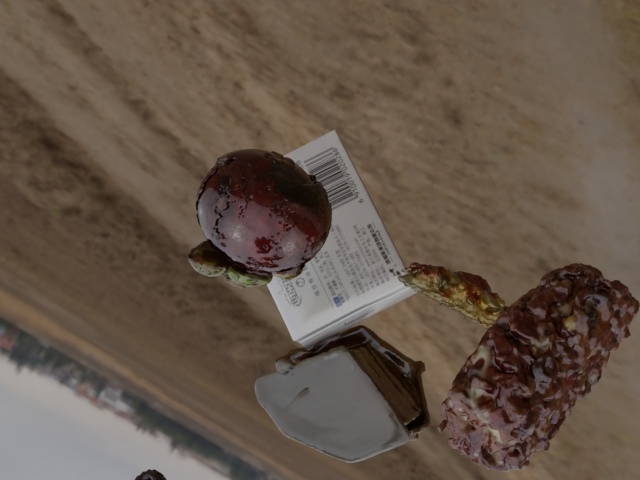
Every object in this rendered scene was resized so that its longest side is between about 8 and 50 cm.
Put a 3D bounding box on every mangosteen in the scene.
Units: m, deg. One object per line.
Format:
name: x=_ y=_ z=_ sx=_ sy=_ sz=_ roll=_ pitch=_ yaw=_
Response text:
mangosteen: x=-0.074 y=-0.019 z=1.311 sx=0.166 sy=0.180 sz=0.166 roll=18 pitch=-152 yaw=-10

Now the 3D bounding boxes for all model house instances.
model house: x=0.049 y=0.249 z=1.736 sx=0.219 sy=0.199 sz=0.229 roll=64 pitch=-159 yaw=9

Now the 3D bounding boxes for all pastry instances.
pastry: x=0.192 y=0.106 z=0.956 sx=0.097 sy=0.208 sz=0.115 roll=35 pitch=163 yaw=25

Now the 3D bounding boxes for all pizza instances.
pizza: x=0.189 y=0.067 z=1.528 sx=0.199 sy=0.062 sz=0.188 roll=23 pitch=-177 yaw=-36

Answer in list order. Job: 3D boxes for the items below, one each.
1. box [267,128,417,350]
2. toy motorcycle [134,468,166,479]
box: x=0.000 y=0.000 z=1.677 sx=0.274 sy=0.203 sz=0.116 roll=63 pitch=-177 yaw=15
toy motorcycle: x=-0.270 y=0.430 z=1.542 sx=0.084 sy=0.118 sz=0.212 roll=46 pitch=-158 yaw=-36
